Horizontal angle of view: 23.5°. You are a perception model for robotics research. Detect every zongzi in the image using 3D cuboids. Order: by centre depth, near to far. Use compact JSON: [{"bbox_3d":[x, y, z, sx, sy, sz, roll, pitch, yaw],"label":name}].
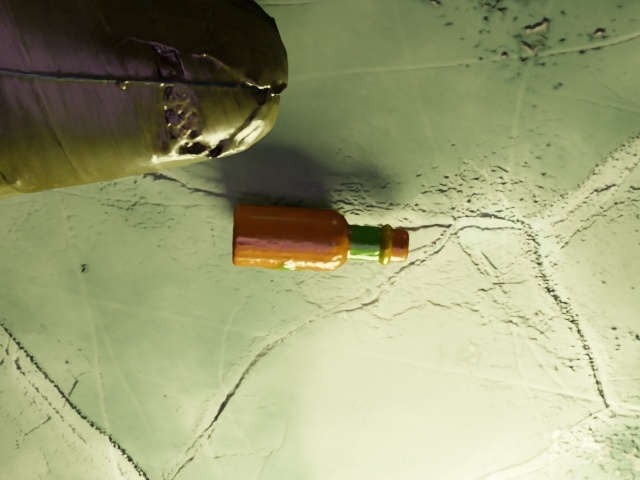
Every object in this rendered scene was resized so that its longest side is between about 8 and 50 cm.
[{"bbox_3d":[-0.222,-0.234,1.402,0.356,0.174,0.393,-9,118,1],"label":"zongzi"}]

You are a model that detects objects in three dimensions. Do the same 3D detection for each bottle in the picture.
[{"bbox_3d":[0.000,0.000,1.621,0.187,0.069,0.069,4,127,0],"label":"bottle"}]
